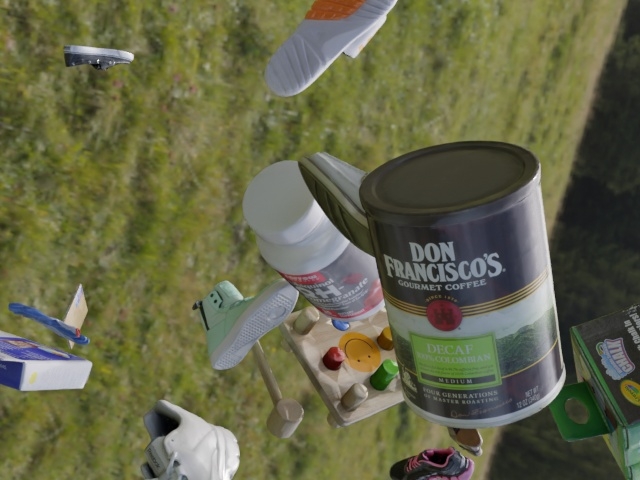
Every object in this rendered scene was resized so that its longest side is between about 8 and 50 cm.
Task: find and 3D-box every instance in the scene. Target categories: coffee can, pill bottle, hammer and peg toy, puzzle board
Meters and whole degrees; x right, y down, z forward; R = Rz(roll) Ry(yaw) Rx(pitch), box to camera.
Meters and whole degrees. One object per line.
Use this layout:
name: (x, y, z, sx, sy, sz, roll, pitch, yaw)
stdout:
coffee can: (0.170, 0.048, 1.147, 0.201, 0.201, 0.275, -48, 131, -51)
pill bottle: (0.000, 0.000, 1.640, 0.318, 0.176, 0.176, 47, 60, -53)
hammer and peg toy: (0.029, 0.233, 1.950, 0.361, 0.266, 0.127, -14, 151, -37)
puzzle board: (-0.586, 0.181, 2.352, 0.128, 0.011, 0.096, -79, 172, -46)

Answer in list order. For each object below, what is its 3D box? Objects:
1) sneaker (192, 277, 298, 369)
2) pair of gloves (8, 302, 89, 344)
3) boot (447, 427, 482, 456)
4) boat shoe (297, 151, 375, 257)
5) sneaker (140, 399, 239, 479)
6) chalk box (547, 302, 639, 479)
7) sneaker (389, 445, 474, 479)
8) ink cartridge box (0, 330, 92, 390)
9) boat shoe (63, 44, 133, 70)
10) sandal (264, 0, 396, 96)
sneaker: (-0.150, 0.115, 1.869, 0.094, 0.151, 0.256, 9, 136, -44)
pair of gloves: (-0.558, 0.174, 2.037, 0.198, 0.159, 0.023, 112, 2, -74)
boot: (0.286, 0.384, 1.889, 0.042, 0.118, 0.087, -41, 122, -8)
boat shoe: (0.090, -0.039, 1.374, 0.103, 0.302, 0.113, -39, 147, -13)
sneaker: (-0.156, 0.303, 1.163, 0.111, 0.297, 0.129, -45, 119, 5)
chalk box: (0.465, 0.208, 1.388, 0.179, 0.289, 0.180, 65, 6, -47)
sneaker: (0.136, 0.289, 1.280, 0.057, 0.119, 0.047, 48, 39, -35)
ink cartridge box: (-0.612, 0.197, 1.754, 0.307, 0.303, 0.072, 21, 85, -73)
boat shoe: (-0.408, -0.332, 1.811, 0.142, 0.049, 0.040, -2, 99, -43)
sandal: (0.011, -0.312, 1.535, 0.265, 0.102, 0.076, -46, 162, -14)
